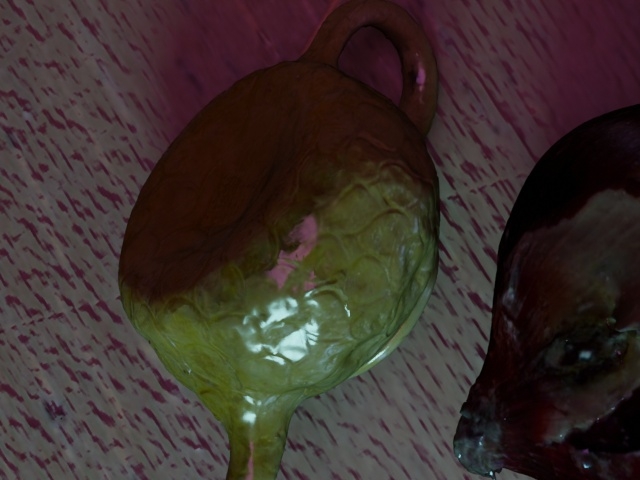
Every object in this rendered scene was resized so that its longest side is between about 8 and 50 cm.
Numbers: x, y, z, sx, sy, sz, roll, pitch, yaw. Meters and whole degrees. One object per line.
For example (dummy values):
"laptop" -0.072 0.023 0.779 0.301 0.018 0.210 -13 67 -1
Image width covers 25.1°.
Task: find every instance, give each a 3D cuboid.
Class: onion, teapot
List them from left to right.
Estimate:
"teapot" 0.000 0.000 0.856 0.203 0.167 0.311 -4 56 50
"onion" 0.161 0.068 0.755 0.195 0.272 0.272 -20 84 -10
